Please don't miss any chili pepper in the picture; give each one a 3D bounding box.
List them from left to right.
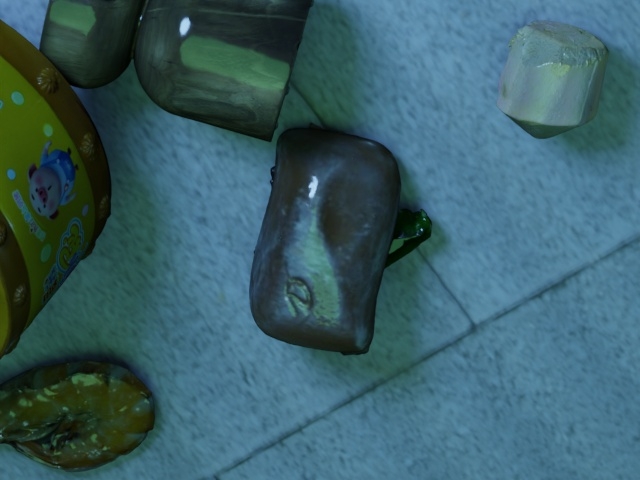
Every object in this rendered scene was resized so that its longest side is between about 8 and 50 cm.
[{"bbox_3d":[0.028,0.009,2.082,0.216,0.062,0.108,-21,113,13],"label":"chili pepper"}]

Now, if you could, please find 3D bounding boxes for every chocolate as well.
[{"bbox_3d":[0.000,0.001,2.016,0.161,0.083,0.261,9,96,8],"label":"chocolate"}]

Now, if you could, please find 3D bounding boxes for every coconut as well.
[{"bbox_3d":[0.251,-0.170,1.941,0.116,0.116,0.122,11,113,0],"label":"coconut"}]

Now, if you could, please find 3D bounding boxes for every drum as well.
[{"bbox_3d":[-0.455,-0.063,1.922,0.431,0.214,0.431,18,139,16],"label":"drum"}]

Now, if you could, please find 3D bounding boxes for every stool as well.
[{"bbox_3d":[-0.153,-0.225,1.915,0.264,0.179,0.179,17,117,-3],"label":"stool"}]

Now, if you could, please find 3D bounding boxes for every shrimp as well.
[{"bbox_3d":[-0.357,0.234,2.234,0.316,0.062,0.164,-12,118,9],"label":"shrimp"}]
